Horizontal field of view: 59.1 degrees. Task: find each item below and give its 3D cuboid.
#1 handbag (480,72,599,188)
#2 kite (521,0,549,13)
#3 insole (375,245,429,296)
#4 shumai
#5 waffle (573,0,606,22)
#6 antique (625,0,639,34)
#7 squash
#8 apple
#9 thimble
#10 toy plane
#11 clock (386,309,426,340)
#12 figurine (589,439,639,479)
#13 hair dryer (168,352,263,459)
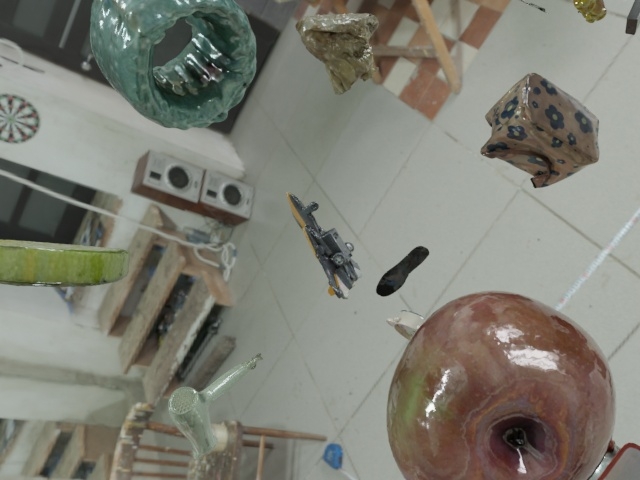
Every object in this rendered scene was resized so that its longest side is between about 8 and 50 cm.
[{"bbox_3d":[0.533,-0.263,1.396,0.193,0.251,0.190,-41,28,53],"label":"handbag"},{"bbox_3d":[0.232,-0.378,0.817,0.229,0.250,0.012,41,122,29],"label":"kite"},{"bbox_3d":[0.207,0.080,1.449,0.188,0.064,0.004,-49,23,27],"label":"insole"},{"bbox_3d":[0.048,-0.609,1.863,0.266,0.314,0.263,12,115,31],"label":"shumai"},{"bbox_3d":[0.457,-0.470,1.005,0.046,0.160,0.192,-25,47,35],"label":"waffle"},{"bbox_3d":[0.450,-0.360,0.762,0.015,0.031,0.192,21,74,28],"label":"antique"},{"bbox_3d":[-0.342,0.017,0.680,0.219,0.219,0.041,12,96,57],"label":"squash"},{"bbox_3d":[0.232,0.215,0.744,0.235,0.305,0.306,-37,-32,-86],"label":"apple"},{"bbox_3d":[-0.200,-0.264,0.760,0.198,0.235,0.143,-44,62,-1],"label":"thimble"},{"bbox_3d":[0.010,-0.005,1.534,0.102,0.316,0.204,-22,11,25],"label":"toy plane"},{"bbox_3d":[0.334,0.306,1.977,0.229,0.156,0.063,15,63,37],"label":"clock"},{"bbox_3d":[0.588,0.469,1.110,0.160,0.183,0.226,-54,-5,3],"label":"figurine"},{"bbox_3d":[-0.206,0.337,1.213,0.075,0.206,0.237,28,55,32],"label":"hair dryer"}]
